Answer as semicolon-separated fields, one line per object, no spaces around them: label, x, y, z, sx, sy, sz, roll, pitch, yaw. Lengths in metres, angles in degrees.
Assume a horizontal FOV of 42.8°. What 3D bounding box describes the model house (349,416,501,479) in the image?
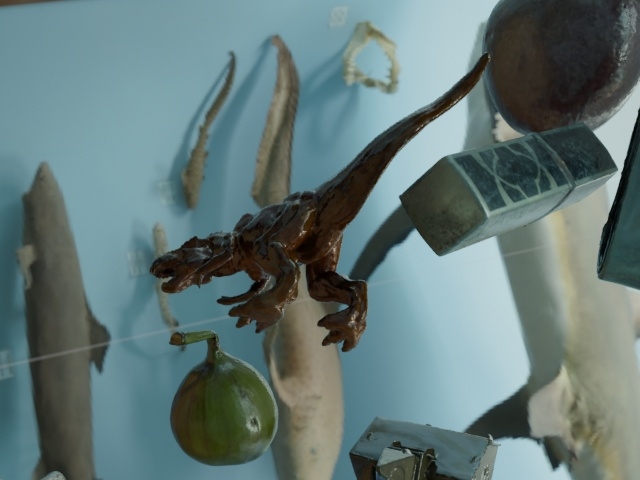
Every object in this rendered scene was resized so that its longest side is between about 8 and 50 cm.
model house;0.120;0.334;1.113;0.248;0.181;0.176;29;69;-58

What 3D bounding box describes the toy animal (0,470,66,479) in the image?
toy animal;-0.253;0.238;0.459;0.165;0.248;0.149;54;-1;41

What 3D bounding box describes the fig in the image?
fig;-0.138;0.209;1.103;0.142;0.148;0.186;-15;-99;63

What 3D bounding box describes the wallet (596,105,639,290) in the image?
wallet;0.424;-0.055;0.794;0.054;0.251;0.290;73;37;-73

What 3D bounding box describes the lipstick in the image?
lipstick;0.189;-0.054;0.784;0.076;0.290;0.077;-42;-106;41

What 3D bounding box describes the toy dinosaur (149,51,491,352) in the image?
toy dinosaur;0.000;0.000;0.804;0.097;0.432;0.208;44;30;-41

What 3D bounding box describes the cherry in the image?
cherry;0.314;-0.245;1.046;0.213;0.266;0.183;10;-23;42
